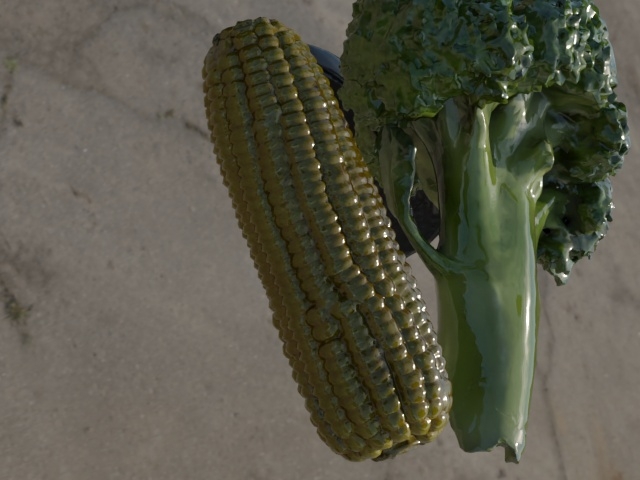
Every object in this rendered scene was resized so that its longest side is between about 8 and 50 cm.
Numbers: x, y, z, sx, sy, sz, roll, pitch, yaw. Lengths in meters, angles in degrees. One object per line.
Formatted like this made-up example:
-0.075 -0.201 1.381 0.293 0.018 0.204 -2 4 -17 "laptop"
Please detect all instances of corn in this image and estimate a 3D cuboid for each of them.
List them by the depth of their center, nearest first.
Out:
0.000 0.000 0.482 0.080 0.080 0.231 -12 79 -56 "corn"

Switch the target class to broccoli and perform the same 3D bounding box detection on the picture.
0.111 -0.040 0.676 0.254 0.186 0.302 -18 114 -52 "broccoli"

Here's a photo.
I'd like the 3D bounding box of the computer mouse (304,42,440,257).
0.018 -0.093 0.922 0.269 0.137 0.086 45 23 -24 "computer mouse"
